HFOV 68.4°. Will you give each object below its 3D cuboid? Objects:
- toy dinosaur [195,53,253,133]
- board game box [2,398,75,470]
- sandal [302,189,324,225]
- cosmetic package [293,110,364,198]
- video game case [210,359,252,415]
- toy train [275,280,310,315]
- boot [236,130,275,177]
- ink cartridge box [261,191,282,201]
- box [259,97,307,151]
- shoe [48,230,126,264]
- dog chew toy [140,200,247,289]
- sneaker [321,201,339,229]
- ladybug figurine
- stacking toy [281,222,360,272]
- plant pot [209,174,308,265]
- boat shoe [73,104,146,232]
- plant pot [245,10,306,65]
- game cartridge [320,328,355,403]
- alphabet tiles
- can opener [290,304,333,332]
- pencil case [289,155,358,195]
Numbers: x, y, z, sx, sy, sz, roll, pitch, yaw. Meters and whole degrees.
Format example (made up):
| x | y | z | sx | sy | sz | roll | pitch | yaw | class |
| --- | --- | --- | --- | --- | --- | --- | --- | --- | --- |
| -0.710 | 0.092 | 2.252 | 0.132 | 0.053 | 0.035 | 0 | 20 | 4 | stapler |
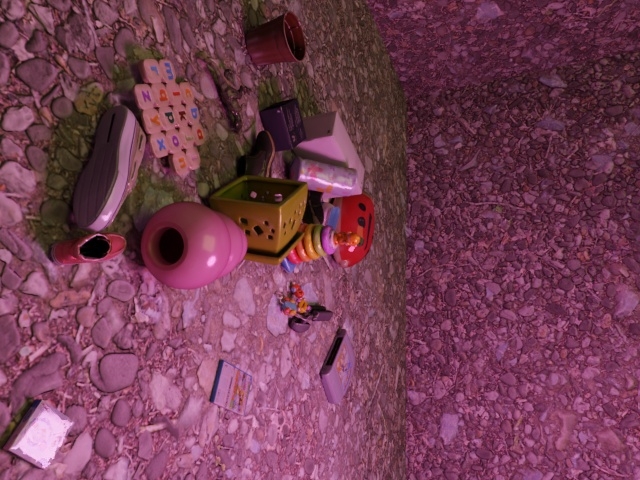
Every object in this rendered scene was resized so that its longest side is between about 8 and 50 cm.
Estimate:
| x | y | z | sx | sy | sz | roll | pitch | yaw | class |
| --- | --- | --- | --- | --- | --- | --- | --- | --- | --- |
| -0.279 | -0.469 | 1.458 | 0.268 | 0.064 | 0.118 | 64 | 38 | -34 | toy dinosaur |
| -0.498 | 0.346 | 0.839 | 0.090 | 0.020 | 0.090 | -73 | 148 | -42 | board game box |
| -0.049 | -0.159 | 1.886 | 0.120 | 0.086 | 0.303 | 16 | 51 | -18 | sandal |
| 0.039 | -0.350 | 1.994 | 0.366 | 0.196 | 0.155 | 58 | 35 | -49 | cosmetic package |
| -0.258 | 0.434 | 1.380 | 0.166 | 0.015 | 0.119 | 53 | 38 | -50 | video game case |
| -0.106 | 0.220 | 1.729 | 0.125 | 0.046 | 0.166 | 52 | 29 | 14 | toy train |
| -0.216 | -0.284 | 1.552 | 0.137 | 0.076 | 0.198 | 17 | 69 | -59 | boot |
| -0.147 | -0.109 | 1.644 | 0.090 | 0.092 | 0.143 | -69 | 146 | -46 | ink cartridge box |
| -0.134 | -0.425 | 1.735 | 0.158 | 0.093 | 0.156 | -55 | 135 | -57 | box |
| -0.443 | 0.015 | 0.952 | 0.178 | 0.081 | 0.064 | -18 | 102 | -66 | shoe |
| -0.290 | 0.010 | 1.179 | 0.332 | 0.206 | 0.207 | -3 | 89 | -74 | dog chew toy |
| 0.004 | -0.049 | 1.951 | 0.087 | 0.092 | 0.229 | 0 | 116 | -51 | sneaker |
| 0.160 | -0.071 | 2.254 | 0.305 | 0.161 | 0.450 | 53 | 39 | -51 | ladybug figurine |
| 0.000 | 0.000 | 1.697 | 0.166 | 0.301 | 0.175 | -65 | 142 | -49 | stacking toy |
| -0.174 | -0.059 | 1.410 | 0.228 | 0.227 | 0.207 | -52 | 146 | -58 | plant pot |
| -0.428 | -0.146 | 0.995 | 0.094 | 0.109 | 0.303 | 50 | 39 | -56 | boat shoe |
| -0.160 | -0.689 | 1.638 | 0.167 | 0.165 | 0.167 | -5 | 90 | -67 | plant pot |
| 0.084 | 0.564 | 2.095 | 0.198 | 0.062 | 0.297 | 69 | 28 | -24 | game cartridge |
| -0.381 | -0.314 | 1.206 | 0.278 | 0.021 | 0.284 | -59 | 138 | -66 | alphabet tiles |
| -0.043 | 0.308 | 1.857 | 0.095 | 0.076 | 0.283 | -62 | 155 | 4 | can opener |
| 0.014 | -0.252 | 1.850 | 0.273 | 0.113 | 0.124 | 7 | 70 | -25 | pencil case |
